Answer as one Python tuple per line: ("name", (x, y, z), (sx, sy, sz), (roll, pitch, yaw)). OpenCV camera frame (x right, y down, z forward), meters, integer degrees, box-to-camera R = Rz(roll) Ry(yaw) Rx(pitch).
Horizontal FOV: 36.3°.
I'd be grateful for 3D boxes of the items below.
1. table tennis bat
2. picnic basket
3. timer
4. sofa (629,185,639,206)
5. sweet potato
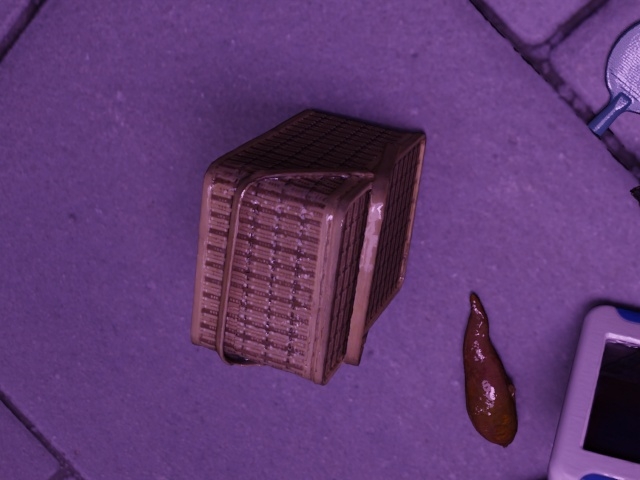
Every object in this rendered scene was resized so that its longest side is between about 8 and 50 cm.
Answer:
("table tennis bat", (0.355, -0.177, 1.076), (0.100, 0.019, 0.155), (40, 117, 3))
("picnic basket", (0.000, 0.000, 1.117), (0.175, 0.313, 0.228), (15, 114, 17))
("timer", (0.362, 0.198, 1.094), (0.178, 0.253, 0.078), (12, 142, 18))
("sofa", (0.486, -0.019, 1.028), (0.258, 0.182, 0.200), (-31, 79, 28))
("sweet potato", (0.211, 0.179, 1.244), (0.068, 0.068, 0.226), (-8, 106, 24))
